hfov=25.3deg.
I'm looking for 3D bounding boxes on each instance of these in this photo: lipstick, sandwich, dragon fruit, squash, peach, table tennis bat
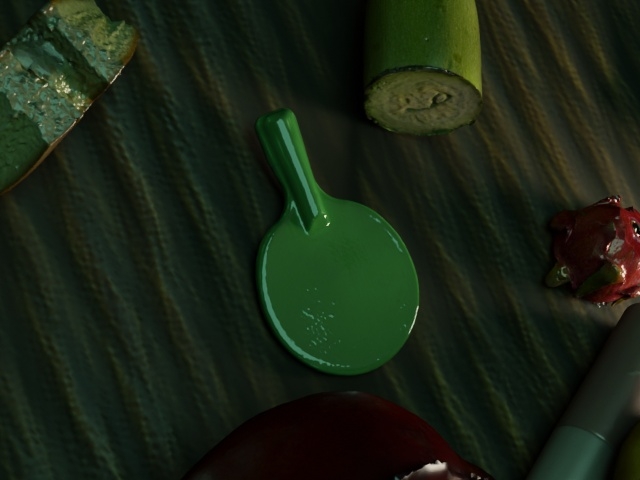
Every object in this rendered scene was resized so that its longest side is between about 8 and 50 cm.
[{"bbox_3d":[0.265,0.173,1.345,0.070,0.070,0.254,41,61,-6],"label":"lipstick"},{"bbox_3d":[-0.238,-0.134,1.215,0.090,0.088,0.244,43,60,-10],"label":"sandwich"},{"bbox_3d":[0.291,0.005,1.419,0.126,0.068,0.112,11,68,-22],"label":"dragon fruit"},{"bbox_3d":[0.094,-0.207,1.379,0.123,0.123,0.186,9,64,-22],"label":"squash"},{"bbox_3d":[-0.029,0.274,1.110,0.361,0.201,0.257,-51,135,-15],"label":"peach"},{"bbox_3d":[0.000,0.000,1.309,0.160,0.039,0.257,-19,86,-28],"label":"table tennis bat"}]

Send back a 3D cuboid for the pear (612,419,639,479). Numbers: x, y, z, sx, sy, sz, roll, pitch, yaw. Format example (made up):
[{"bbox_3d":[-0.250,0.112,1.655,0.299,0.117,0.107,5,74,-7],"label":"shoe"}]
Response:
[{"bbox_3d":[0.400,0.246,1.268,0.281,0.281,0.280,8,69,-22],"label":"pear"}]
